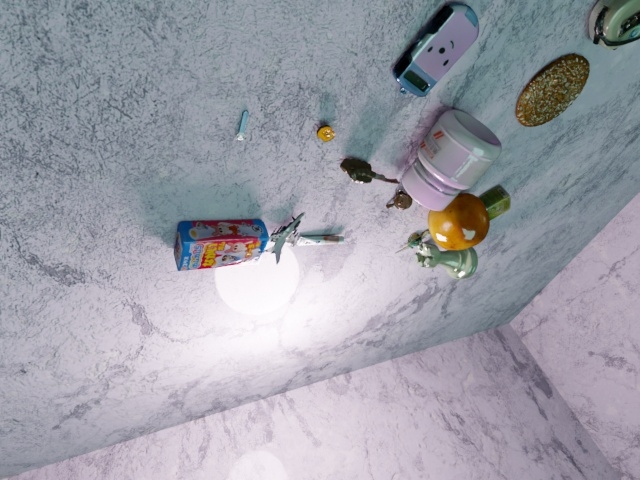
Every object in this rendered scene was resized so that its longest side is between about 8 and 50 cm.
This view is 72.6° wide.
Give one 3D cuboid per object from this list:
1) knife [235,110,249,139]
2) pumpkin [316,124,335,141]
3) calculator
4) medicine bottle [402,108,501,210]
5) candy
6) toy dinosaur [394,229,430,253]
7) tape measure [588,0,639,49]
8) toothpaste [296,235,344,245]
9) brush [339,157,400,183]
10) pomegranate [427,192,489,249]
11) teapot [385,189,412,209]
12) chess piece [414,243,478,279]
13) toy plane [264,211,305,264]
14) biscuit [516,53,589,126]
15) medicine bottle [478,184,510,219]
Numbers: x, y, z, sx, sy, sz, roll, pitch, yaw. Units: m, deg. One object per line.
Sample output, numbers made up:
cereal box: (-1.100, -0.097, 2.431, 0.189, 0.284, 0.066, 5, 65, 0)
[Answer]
knife: (-0.222, -0.330, 1.247, 0.027, 0.010, 0.096, -3, 137, -29)
pumpkin: (0.013, -0.340, 1.369, 0.050, 0.028, 0.083, -32, 154, 11)
calculator: (0.336, -0.551, 1.282, 0.173, 0.051, 0.293, 13, 130, -44)
medicine bottle: (0.455, -0.278, 1.546, 0.241, 0.241, 0.302, 3, 136, -35)
candy: (-0.350, 0.015, 1.540, 0.305, 0.100, 0.157, -2, 139, -29)
toy dinosaur: (0.448, 0.006, 2.099, 0.187, 0.044, 0.106, -7, 130, -5)
tape measure: (0.997, -0.719, 1.434, 0.207, 0.115, 0.235, -38, 144, 12)
toothpaste: (0.000, 0.000, 1.804, 0.205, 0.036, 0.056, -2, 138, -25)
brush: (0.191, -0.234, 1.586, 0.301, 0.084, 0.071, 5, 134, -45)
pomegranate: (0.594, -0.089, 1.892, 0.264, 0.264, 0.264, -17, 145, -13)
teapot: (0.320, -0.163, 1.790, 0.110, 0.085, 0.080, -15, -179, 37)
chess piece: (0.629, 0.091, 2.214, 0.299, 0.195, 0.195, 9, 133, -27)
toy plane: (-0.134, -0.024, 1.651, 0.160, 0.082, 0.234, 13, 111, -48)
biscuit: (0.875, -0.552, 1.636, 0.305, 0.038, 0.305, -17, 145, -13)
medicine bottle: (0.791, -0.158, 2.056, 0.188, 0.088, 0.132, -31, 146, 6)
